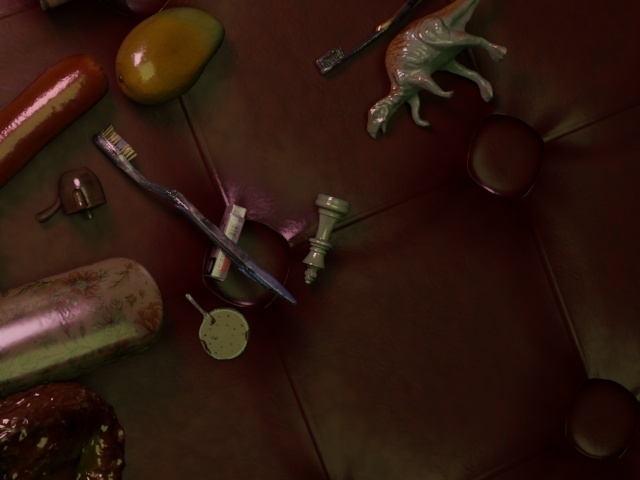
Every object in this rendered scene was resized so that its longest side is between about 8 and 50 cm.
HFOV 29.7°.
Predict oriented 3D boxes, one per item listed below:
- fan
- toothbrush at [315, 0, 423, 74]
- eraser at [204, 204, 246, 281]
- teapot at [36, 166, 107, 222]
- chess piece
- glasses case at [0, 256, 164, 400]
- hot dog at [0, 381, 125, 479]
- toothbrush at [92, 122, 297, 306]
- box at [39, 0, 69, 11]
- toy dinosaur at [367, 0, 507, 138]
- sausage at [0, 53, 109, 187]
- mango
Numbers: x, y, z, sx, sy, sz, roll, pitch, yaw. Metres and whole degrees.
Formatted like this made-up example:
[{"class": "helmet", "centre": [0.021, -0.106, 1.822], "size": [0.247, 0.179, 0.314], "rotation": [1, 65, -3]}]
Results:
[{"class": "fan", "centre": [-0.171, 0.134, 1.943], "size": [0.133, 0.005, 0.085], "rotation": [46, 78, -12]}, {"class": "toothbrush", "centre": [0.123, -0.374, 2.036], "size": [0.321, 0.023, 0.031], "rotation": [-35, 108, -15]}, {"class": "eraser", "centre": [-0.152, 0.004, 1.928], "size": [0.029, 0.052, 0.122], "rotation": [20, 82, -17]}, {"class": "teapot", "centre": [-0.388, -0.063, 1.847], "size": [0.110, 0.085, 0.080], "rotation": [-18, 93, 3]}, {"class": "chess piece", "centre": [0.000, 0.000, 1.977], "size": [0.059, 0.059, 0.149], "rotation": [19, 90, -16]}, {"class": "glasses case", "centre": [-0.441, 0.146, 1.800], "size": [0.425, 0.098, 0.157], "rotation": [-18, 69, -17]}, {"class": "hot dog", "centre": [-0.465, 0.355, 1.753], "size": [0.387, 0.174, 0.267], "rotation": [-22, 119, -17]}, {"class": "toothbrush", "centre": [-0.194, -0.034, 1.883], "size": [0.413, 0.035, 0.042], "rotation": [42, 74, 1]}, {"class": "box", "centre": [-0.389, -0.427, 1.820], "size": [0.135, 0.151, 0.151], "rotation": [-28, 97, -6]}, {"class": "toy dinosaur", "centre": [0.222, -0.333, 2.031], "size": [0.205, 0.092, 0.393], "rotation": [19, 93, -11]}, {"class": "sausage", "centre": [-0.443, -0.171, 1.826], "size": [0.300, 0.083, 0.089], "rotation": [-45, 113, -12]}, {"class": "mango", "centre": [-0.235, -0.292, 1.888], "size": [0.194, 0.092, 0.130], "rotation": [-32, 96, -20]}]
